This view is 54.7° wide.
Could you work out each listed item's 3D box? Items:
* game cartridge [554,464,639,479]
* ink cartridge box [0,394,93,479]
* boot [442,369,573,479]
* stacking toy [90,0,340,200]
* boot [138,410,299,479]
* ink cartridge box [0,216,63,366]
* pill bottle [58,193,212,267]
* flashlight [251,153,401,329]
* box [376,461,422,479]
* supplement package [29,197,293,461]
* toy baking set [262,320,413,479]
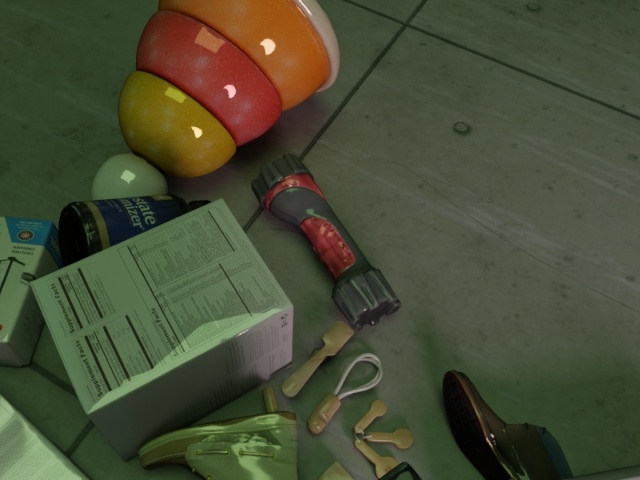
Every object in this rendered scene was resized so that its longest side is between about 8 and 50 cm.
[{"bbox_3d":[0.349,0.396,0.730,0.354,0.068,0.230,-6,73,-8],"label":"game cartridge"},{"bbox_3d":[-0.420,0.305,0.766,0.224,0.056,0.181,37,62,14],"label":"ink cartridge box"},{"bbox_3d":[0.253,0.269,0.842,0.106,0.082,0.219,-14,68,-25],"label":"boot"},{"bbox_3d":[-0.224,-0.230,1.037,0.350,0.351,0.480,32,77,16],"label":"stacking toy"},{"bbox_3d":[-0.123,0.314,0.777,0.213,0.077,0.165,-12,70,5],"label":"boot"},{"bbox_3d":[-0.481,0.070,0.906,0.148,0.086,0.203,5,56,-1],"label":"ink cartridge box"},{"bbox_3d":[-0.259,-0.005,0.917,0.219,0.123,0.123,-10,54,-41],"label":"pill bottle"},{"bbox_3d":[0.000,0.000,0.980,0.103,0.103,0.304,-35,64,6],"label":"flashlight"},{"bbox_3d":[-0.005,0.405,0.535,0.293,0.396,0.212,-30,64,-20],"label":"box"},{"bbox_3d":[-0.197,0.117,0.827,0.262,0.199,0.198,-26,62,-19],"label":"supplement package"},{"bbox_3d":[0.016,0.247,0.862,0.196,0.030,0.256,-13,64,-19],"label":"toy baking set"}]
